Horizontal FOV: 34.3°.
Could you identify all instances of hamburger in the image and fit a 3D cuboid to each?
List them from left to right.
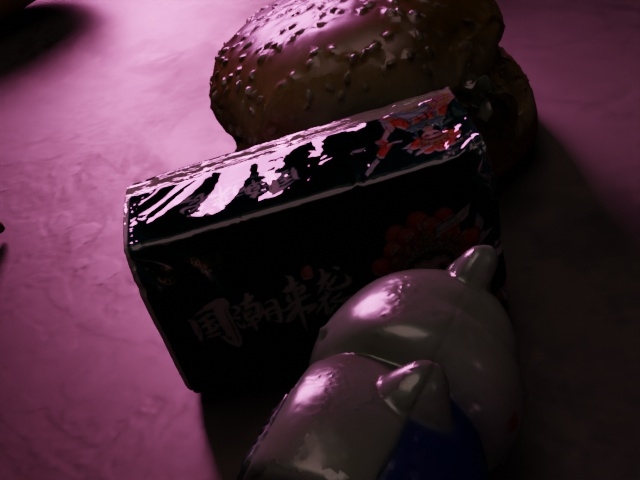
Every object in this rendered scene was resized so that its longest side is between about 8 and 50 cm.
[{"bbox_3d":[0.028,-0.105,0.634,0.189,0.122,0.215,-13,31,11],"label":"hamburger"}]

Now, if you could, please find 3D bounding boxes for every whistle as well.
[{"bbox_3d":[0.019,0.089,0.377,0.092,0.110,0.244,29,44,4],"label":"whistle"}]

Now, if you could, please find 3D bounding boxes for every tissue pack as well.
[{"bbox_3d":[-0.001,0.001,0.508,0.170,0.103,0.090,-16,37,2],"label":"tissue pack"}]

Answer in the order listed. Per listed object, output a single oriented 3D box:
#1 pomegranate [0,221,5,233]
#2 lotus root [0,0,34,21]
[{"bbox_3d":[-0.312,-0.009,0.612,0.211,0.263,0.211,-8,77,36],"label":"pomegranate"},{"bbox_3d":[-0.376,-0.276,1.062,0.303,0.131,0.146,-27,11,-15],"label":"lotus root"}]
